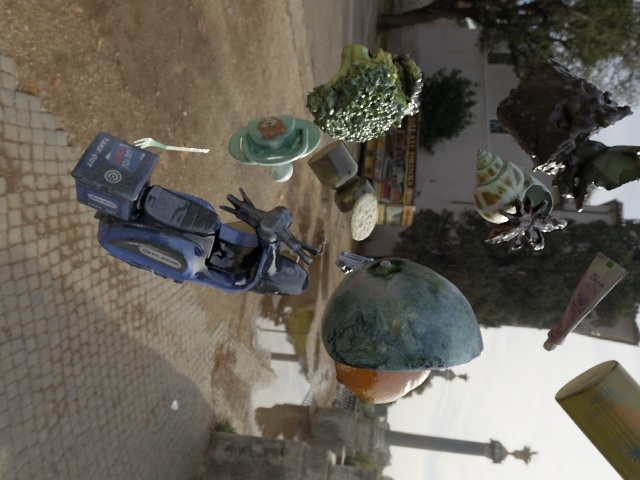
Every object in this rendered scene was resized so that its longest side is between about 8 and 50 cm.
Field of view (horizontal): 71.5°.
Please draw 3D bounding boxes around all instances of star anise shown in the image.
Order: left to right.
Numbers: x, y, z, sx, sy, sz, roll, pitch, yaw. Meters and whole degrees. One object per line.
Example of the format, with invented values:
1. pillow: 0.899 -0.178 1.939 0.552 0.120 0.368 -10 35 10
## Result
1. star anise: 0.725 -0.050 1.546 0.110 0.258 0.198 -104 -149 -65

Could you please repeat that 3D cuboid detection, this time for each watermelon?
1. watermelon: 0.121 0.129 0.838 0.188 0.322 0.175 -13 101 -53

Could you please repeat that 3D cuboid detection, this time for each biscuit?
1. biscuit: 0.131 -0.070 1.331 0.152 0.020 0.151 -26 124 -45

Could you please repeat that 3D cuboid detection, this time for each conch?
1. conch: 0.690 -0.182 1.643 0.368 0.250 0.197 43 27 -43

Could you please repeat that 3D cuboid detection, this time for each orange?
1. orange: 0.198 0.302 1.257 0.310 0.275 0.274 -12 106 -69

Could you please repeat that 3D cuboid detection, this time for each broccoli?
1. broccoli: 0.132 -0.416 1.283 0.334 0.324 0.271 0 109 -43

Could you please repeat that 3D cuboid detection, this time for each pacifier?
1. pacifier: -0.163 -0.325 1.667 0.269 0.344 0.288 78 6 -47

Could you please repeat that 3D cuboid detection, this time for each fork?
1. fork: -0.380 -0.237 1.132 0.021 0.039 0.235 56 31 14

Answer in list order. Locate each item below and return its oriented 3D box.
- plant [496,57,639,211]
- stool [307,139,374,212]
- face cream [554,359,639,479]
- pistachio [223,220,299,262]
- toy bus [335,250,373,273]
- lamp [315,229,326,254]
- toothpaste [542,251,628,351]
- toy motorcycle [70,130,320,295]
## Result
1. plant: 0.349 -0.148 0.623 0.142 0.203 0.131 -51 168 20
2. stool: 0.087 -0.273 1.894 0.264 0.179 0.179 53 24 -19
3. face cream: 0.598 0.376 0.842 0.285 0.139 0.067 51 18 7
4. pistachio: -0.160 0.023 0.936 0.153 0.238 0.137 -81 164 -60
5. toy bus: 0.143 0.094 1.643 0.076 0.168 0.073 -67 158 -16
6. lamp: 0.000 0.000 1.462 0.083 0.031 0.063 -97 -150 -53
7. toothpaste: 0.671 0.174 1.158 0.075 0.048 0.300 -107 -148 -56
8. toy motorcycle: -0.166 -0.007 0.662 0.212 0.359 0.125 133 -25 -55
